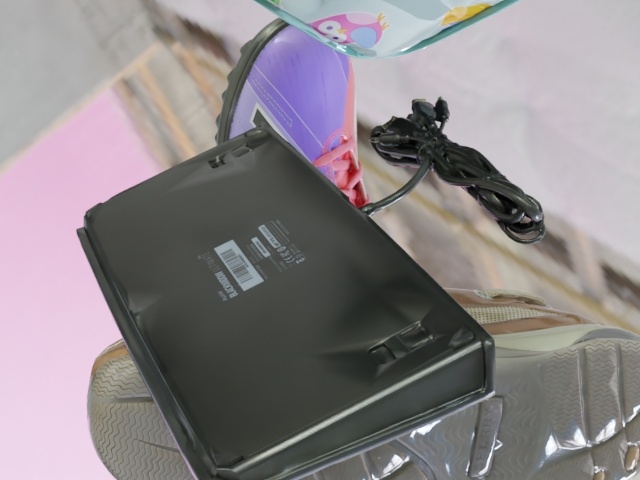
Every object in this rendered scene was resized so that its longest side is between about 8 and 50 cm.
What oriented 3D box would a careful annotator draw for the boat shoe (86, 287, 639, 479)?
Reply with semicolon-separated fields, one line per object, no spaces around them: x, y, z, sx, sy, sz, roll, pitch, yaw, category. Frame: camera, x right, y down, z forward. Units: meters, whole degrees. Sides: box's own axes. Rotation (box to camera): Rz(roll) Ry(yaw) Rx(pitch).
0.027;0.082;0.783;0.116;0.324;0.123;42;-57;57;boat shoe

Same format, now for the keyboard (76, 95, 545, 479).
0.002;0.004;0.681;0.033;0.201;0.317;67;-8;-26;keyboard

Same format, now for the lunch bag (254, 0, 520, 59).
0.067;-0.201;0.721;0.279;0.108;0.224;-21;-27;33;lunch bag

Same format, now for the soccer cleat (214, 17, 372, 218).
0.000;0.000;0.988;0.116;0.108;0.318;39;-41;39;soccer cleat
